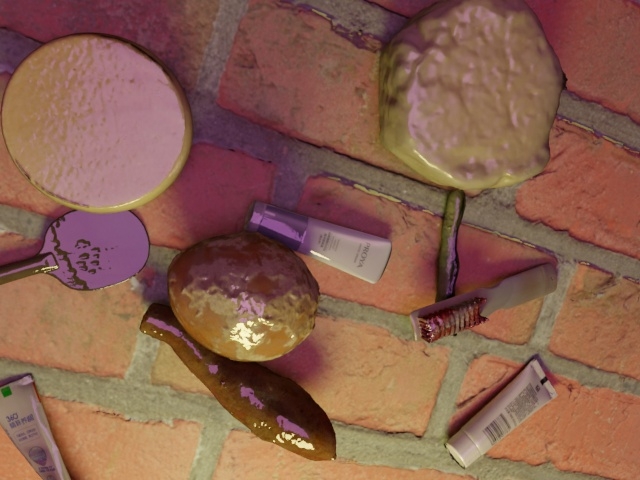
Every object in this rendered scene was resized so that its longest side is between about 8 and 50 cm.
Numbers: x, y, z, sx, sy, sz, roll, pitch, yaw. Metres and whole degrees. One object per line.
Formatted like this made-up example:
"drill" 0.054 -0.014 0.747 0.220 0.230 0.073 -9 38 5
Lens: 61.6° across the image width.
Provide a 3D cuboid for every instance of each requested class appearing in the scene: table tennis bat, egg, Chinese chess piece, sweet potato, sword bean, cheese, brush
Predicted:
"table tennis bat" -0.381 0.022 0.818 0.235 0.022 0.130 -17 104 -12
"egg" -0.113 0.082 0.800 0.234 0.195 0.194 14 96 -18
"Chinese chess piece" -0.310 -0.163 0.763 0.251 0.097 0.250 -2 99 -13
"sweet potato" -0.126 0.233 0.872 0.385 0.109 0.109 38 89 -4
"sword bean" 0.231 0.043 0.955 0.043 0.038 0.269 -2 100 -25
"cheese" 0.249 -0.233 0.876 0.326 0.115 0.318 44 88 -18
"brush" 0.305 0.110 0.954 0.321 0.050 0.060 -16 101 -21

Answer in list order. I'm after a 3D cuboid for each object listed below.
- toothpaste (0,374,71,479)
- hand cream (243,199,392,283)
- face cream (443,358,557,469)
"toothpaste" -0.426 0.358 0.848 0.075 0.048 0.300 -22 98 19
"hand cream" 0.000 0.000 0.887 0.256 0.048 0.079 19 93 -16
"face cream" 0.344 0.334 1.023 0.244 0.058 0.092 -35 99 -11
